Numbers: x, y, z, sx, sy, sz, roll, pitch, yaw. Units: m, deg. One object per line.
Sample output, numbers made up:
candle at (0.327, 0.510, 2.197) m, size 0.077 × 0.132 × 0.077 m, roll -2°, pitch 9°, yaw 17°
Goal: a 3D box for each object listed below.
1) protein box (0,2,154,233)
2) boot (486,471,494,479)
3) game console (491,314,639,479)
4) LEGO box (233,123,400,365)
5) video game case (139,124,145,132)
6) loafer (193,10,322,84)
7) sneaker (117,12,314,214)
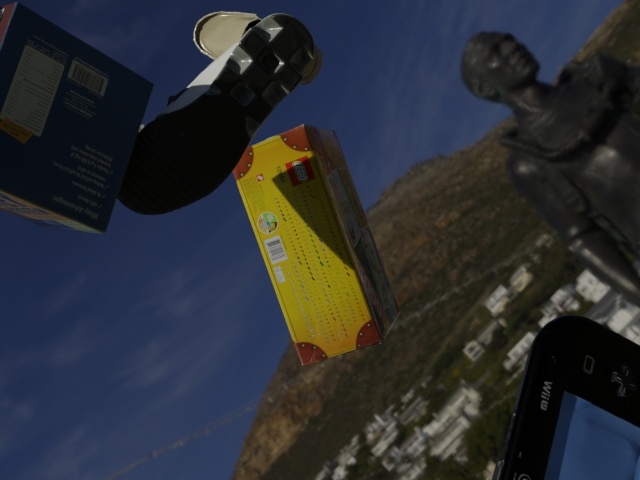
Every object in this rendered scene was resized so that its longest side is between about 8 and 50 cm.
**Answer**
protein box at (-0.341, -0.136, 0.982) m, size 0.200 × 0.136 × 0.201 m, roll 27°, pitch -107°, yaw -46°
boot at (0.353, 0.353, 1.407) m, size 0.190 × 0.076 × 0.208 m, roll -21°, pitch 13°, yaw 2°
game console at (0.098, 0.205, 0.397) m, size 0.044 × 0.213 × 0.361 m, roll -16°, pitch 48°, yaw 56°
LEGO box at (0.000, 0.000, 1.938) m, size 0.193 × 0.500 × 0.372 m, roll -19°, pitch 1°, yaw 13°
video game case at (-0.415, -0.184, 1.770) m, size 0.087 × 0.122 × 0.011 m, roll -7°, pitch -1°, yaw -7°
loafer at (-0.122, -0.350, 1.440) m, size 0.092 × 0.268 × 0.102 m, roll 20°, pitch -90°, yaw -63°
sneaker at (-0.147, -0.163, 1.121) m, size 0.330 × 0.122 × 0.146 m, roll -45°, pitch 17°, yaw -8°
